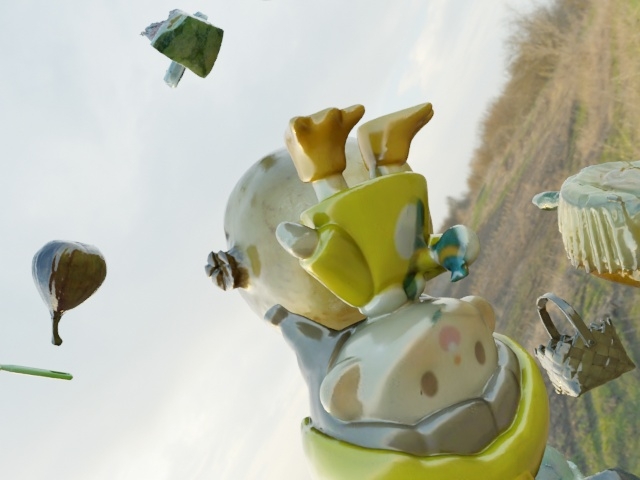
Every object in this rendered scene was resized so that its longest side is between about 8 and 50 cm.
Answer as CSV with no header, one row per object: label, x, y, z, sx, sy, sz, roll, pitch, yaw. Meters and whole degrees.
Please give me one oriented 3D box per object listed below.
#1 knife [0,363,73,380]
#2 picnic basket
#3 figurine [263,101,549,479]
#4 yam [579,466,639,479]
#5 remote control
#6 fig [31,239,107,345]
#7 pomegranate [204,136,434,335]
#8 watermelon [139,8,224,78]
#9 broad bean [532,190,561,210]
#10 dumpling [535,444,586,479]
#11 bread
knife,-0.575,0.251,1.034,0.212,0.054,0.015,26,-99,-44
picnic basket,0.450,0.174,0.963,0.138,0.178,0.128,-23,-18,-7
figurine,0.070,0.066,0.443,0.187,0.215,0.343,-7,96,66
yam,0.328,0.403,0.580,0.271,0.201,0.202,-44,-19,-56
remote control,-0.412,-0.582,1.647,0.247,0.052,0.104,-64,23,3
fig,-0.761,0.160,1.612,0.217,0.217,0.320,19,-102,-78
pomegranate,0.010,-0.009,0.732,0.307,0.307,0.307,-58,-13,-22
watermelon,-0.242,-0.364,0.972,0.121,0.158,0.098,28,-82,-34
broad bean,0.591,-0.100,1.333,0.195,0.061,0.046,-1,77,63
dumpling,0.389,0.418,0.970,0.217,0.104,0.149,-2,-24,-37
bread,0.608,-0.029,0.897,0.236,0.389,0.183,-53,-45,-51
